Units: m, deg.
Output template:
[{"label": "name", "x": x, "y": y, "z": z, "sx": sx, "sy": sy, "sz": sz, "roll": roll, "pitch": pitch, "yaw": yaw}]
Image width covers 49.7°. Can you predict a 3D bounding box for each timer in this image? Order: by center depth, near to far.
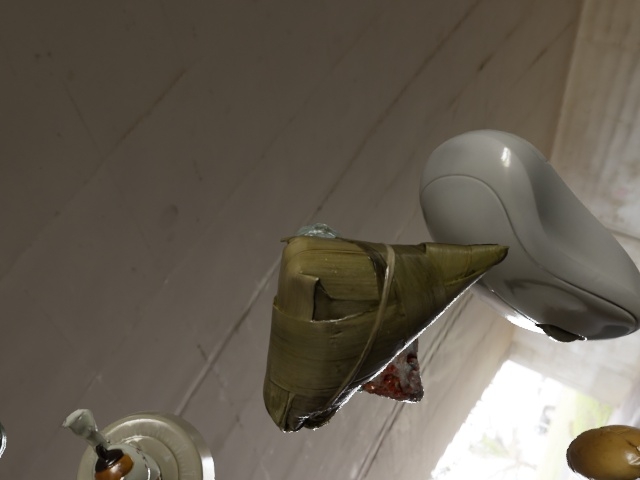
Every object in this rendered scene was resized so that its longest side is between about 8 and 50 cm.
[{"label": "timer", "x": -0.217, "y": 0.274, "z": 0.797, "sx": 0.175, "sy": 0.175, "sz": 0.266, "roll": -59, "pitch": -5, "yaw": -19}]

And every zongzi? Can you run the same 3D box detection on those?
[{"label": "zongzi", "x": 0.046, "y": 0.071, "z": 0.531, "sx": 0.176, "sy": 0.078, "sz": 0.160, "roll": -1, "pitch": -57, "yaw": -21}]

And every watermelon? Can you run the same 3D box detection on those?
[{"label": "watermelon", "x": 0.094, "y": 0.137, "z": 0.858, "sx": 0.071, "sy": 0.139, "sz": 0.187, "roll": -25, "pitch": 16, "yaw": 48}]

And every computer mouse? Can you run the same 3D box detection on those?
[{"label": "computer mouse", "x": 0.220, "y": 0.016, "z": 0.755, "sx": 0.121, "sy": 0.184, "sz": 0.296, "roll": -44, "pitch": -76, "yaw": -28}]

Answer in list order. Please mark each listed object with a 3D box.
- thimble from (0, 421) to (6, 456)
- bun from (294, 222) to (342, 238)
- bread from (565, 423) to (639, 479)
[{"label": "thimble", "x": -0.549, "y": 0.310, "z": 1.026, "sx": 0.135, "sy": 0.118, "sz": 0.090, "roll": -35, "pitch": -8, "yaw": -6}, {"label": "bun", "x": 0.000, "y": 0.000, "z": 1.088, "sx": 0.083, "sy": 0.083, "sz": 0.045, "roll": -27, "pitch": -52, "yaw": -57}, {"label": "bread", "x": 0.414, "y": 0.305, "z": 0.995, "sx": 0.114, "sy": 0.077, "sz": 0.189, "roll": -29, "pitch": -11, "yaw": -10}]
